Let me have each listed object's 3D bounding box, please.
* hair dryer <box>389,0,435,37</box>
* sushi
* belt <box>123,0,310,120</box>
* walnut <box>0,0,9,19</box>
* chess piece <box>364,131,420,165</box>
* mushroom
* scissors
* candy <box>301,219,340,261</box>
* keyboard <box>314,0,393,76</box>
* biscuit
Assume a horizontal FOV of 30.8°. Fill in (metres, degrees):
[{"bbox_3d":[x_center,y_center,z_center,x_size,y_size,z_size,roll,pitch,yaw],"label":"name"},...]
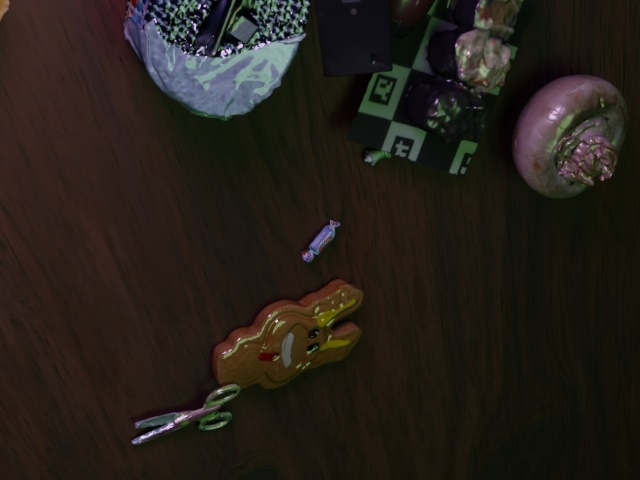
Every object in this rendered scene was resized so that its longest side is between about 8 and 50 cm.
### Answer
[{"bbox_3d":[0.033,-0.443,1.540,0.340,0.123,0.313,4,108,-29],"label":"hair dryer"},{"bbox_3d":[0.238,-0.276,1.781,0.296,0.100,0.373,12,105,-44],"label":"sushi"},{"bbox_3d":[-0.125,-0.286,1.447,0.207,0.150,0.258,16,110,-22],"label":"belt"},{"bbox_3d":[-0.450,-0.277,1.250,0.211,0.087,0.167,3,113,-43],"label":"walnut"},{"bbox_3d":[0.111,-0.148,1.858,0.093,0.042,0.042,-30,136,-12],"label":"chess piece"},{"bbox_3d":[0.440,-0.177,2.006,0.226,0.178,0.227,-15,121,-26],"label":"mushroom"},{"bbox_3d":[-0.224,0.296,1.925,0.187,0.020,0.134,-14,145,-27],"label":"scissors"},{"bbox_3d":[0.000,0.000,1.891,0.083,0.030,0.020,-52,137,-5],"label":"candy"},{"bbox_3d":[0.040,-0.318,1.416,0.106,0.027,0.317,-6,145,1],"label":"keyboard"},{"bbox_3d":[-0.049,0.172,1.971,0.295,0.044,0.186,-23,131,-26],"label":"biscuit"}]
